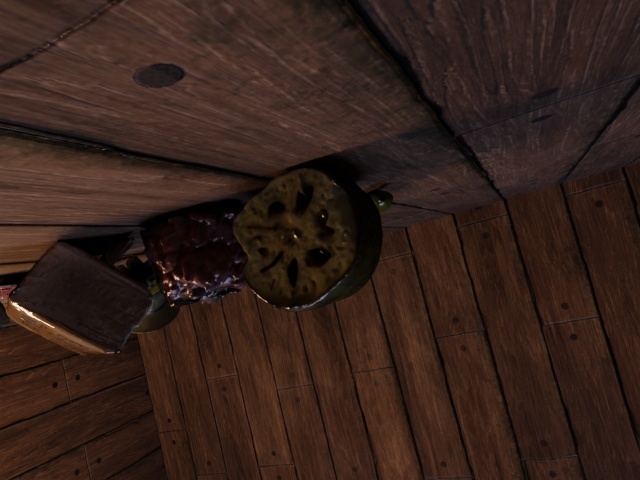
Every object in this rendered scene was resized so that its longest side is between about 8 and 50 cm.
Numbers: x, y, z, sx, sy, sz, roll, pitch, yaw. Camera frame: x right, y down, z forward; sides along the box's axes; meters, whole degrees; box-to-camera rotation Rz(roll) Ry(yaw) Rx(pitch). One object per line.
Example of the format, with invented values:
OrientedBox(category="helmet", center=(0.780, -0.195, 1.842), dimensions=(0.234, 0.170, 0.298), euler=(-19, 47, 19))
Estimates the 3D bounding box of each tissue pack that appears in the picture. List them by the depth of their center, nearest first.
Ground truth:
OrientedBox(category="tissue pack", center=(-0.488, 0.102, 0.977), dimensions=(0.239, 0.238, 0.306), euler=(-11, 174, -36))

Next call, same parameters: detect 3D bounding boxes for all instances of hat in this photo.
OrientedBox(category="hat", center=(-0.615, 0.183, 1.635), dimensions=(0.257, 0.257, 0.130), euler=(-11, 138, -32))

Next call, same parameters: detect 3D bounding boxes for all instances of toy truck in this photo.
OrientedBox(category="toy truck", center=(-0.510, 0.140, 1.226), dimensions=(0.227, 0.098, 0.114), euler=(-43, 164, -33))

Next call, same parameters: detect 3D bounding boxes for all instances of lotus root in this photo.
OrientedBox(category="lotus root", center=(0.000, 0.000, 0.874), dimensions=(0.251, 0.250, 0.346), euler=(-15, 179, 11))

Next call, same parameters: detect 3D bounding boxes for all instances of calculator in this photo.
OrientedBox(category="calculator", center=(-0.710, 0.109, 1.172), dimensions=(0.220, 0.048, 0.330), euler=(-16, 173, 41))

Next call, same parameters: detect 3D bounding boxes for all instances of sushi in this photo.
OrientedBox(category="sushi", center=(-0.218, 0.034, 0.931), dimensions=(0.237, 0.170, 0.270), euler=(-13, 174, -12))

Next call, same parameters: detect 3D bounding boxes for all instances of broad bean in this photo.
OrientedBox(category="broad bean", center=(0.122, -0.090, 1.204), dimensions=(0.098, 0.055, 0.318), euler=(-20, -179, -2))

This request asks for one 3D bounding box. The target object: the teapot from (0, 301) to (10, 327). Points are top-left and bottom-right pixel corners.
OrientedBox(category="teapot", center=(-0.882, 0.187, 1.189), dimensions=(0.111, 0.108, 0.149), euler=(-15, 180, 35))
